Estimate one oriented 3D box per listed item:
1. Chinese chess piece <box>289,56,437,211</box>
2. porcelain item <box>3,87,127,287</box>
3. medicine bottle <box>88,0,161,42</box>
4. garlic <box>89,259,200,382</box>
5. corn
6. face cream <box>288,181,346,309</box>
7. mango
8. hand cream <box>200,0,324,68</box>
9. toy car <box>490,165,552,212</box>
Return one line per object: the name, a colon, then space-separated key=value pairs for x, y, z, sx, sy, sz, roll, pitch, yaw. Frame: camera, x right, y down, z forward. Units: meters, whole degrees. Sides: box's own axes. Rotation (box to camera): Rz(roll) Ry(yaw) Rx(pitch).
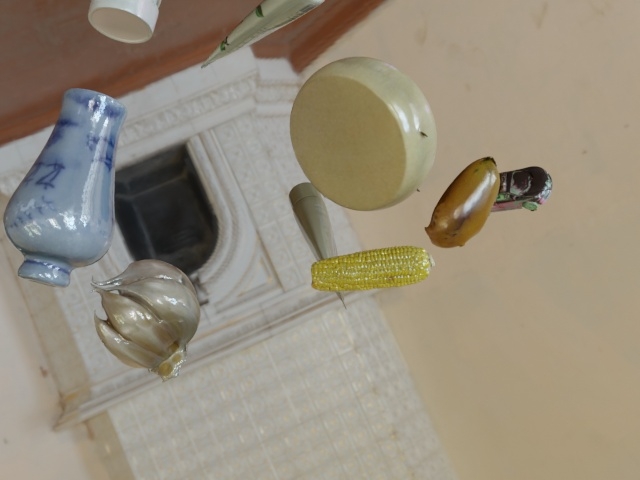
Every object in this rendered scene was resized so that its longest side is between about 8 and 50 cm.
Chinese chess piece: x=0.072 y=-0.179 z=1.276 sx=0.102 sy=0.273 sz=0.273 roll=-36 pitch=-178 yaw=-43
porcelain item: x=-0.332 y=-0.067 z=0.986 sx=0.141 sy=0.259 sz=0.141 roll=13 pitch=170 yaw=2
medicine bottle: x=-0.303 y=-0.486 z=1.241 sx=0.111 sy=0.296 sz=0.161 roll=10 pitch=165 yaw=-9
garlic: x=-0.393 y=0.167 z=1.702 sx=0.237 sy=0.292 sz=0.210 roll=-31 pitch=-152 yaw=-13
corn: x=0.084 y=0.048 z=1.218 sx=0.206 sy=0.067 sz=0.067 roll=-6 pitch=174 yaw=4
face cream: x=0.000 y=0.000 z=1.793 sx=0.084 sy=0.341 sz=0.137 roll=-21 pitch=140 yaw=2
mango: x=0.178 y=-0.044 z=0.907 sx=0.127 sy=0.063 sz=0.077 roll=-56 pitch=170 yaw=-4
hand cream: x=-0.071 y=-0.290 z=0.973 sx=0.234 sy=0.050 sz=0.080 roll=-22 pitch=-163 yaw=43
toy car: x=0.301 y=-0.083 z=1.194 sx=0.142 sy=0.069 sz=0.055 roll=-7 pitch=149 yaw=40
